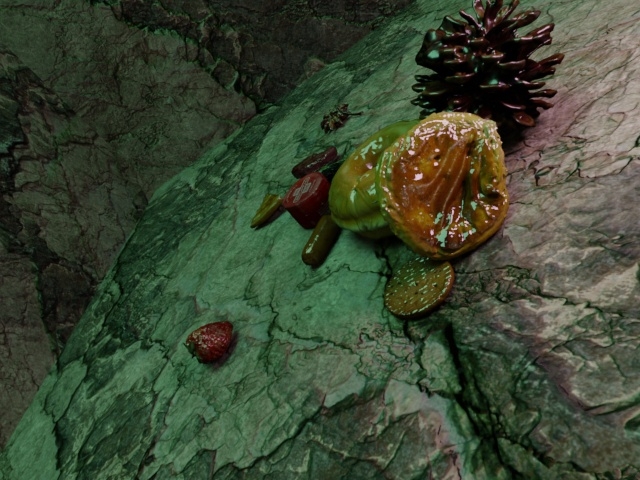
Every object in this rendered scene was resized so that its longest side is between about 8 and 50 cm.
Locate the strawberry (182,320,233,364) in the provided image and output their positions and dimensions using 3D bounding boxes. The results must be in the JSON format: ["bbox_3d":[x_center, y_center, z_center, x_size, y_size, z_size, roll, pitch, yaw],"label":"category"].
[{"bbox_3d":[-0.344,0.313,1.526,0.148,0.131,0.131,-55,29,-8],"label":"strawberry"}]

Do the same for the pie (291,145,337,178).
[{"bbox_3d":[-0.029,-0.330,2.077,0.204,0.054,0.219,-39,18,-22],"label":"pie"}]

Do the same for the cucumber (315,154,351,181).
[{"bbox_3d":[0.045,-0.270,1.942,0.211,0.062,0.078,-22,11,23],"label":"cucumber"}]

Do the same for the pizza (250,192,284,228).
[{"bbox_3d":[-0.216,-0.148,2.093,0.201,0.053,0.193,-39,27,30],"label":"pizza"}]

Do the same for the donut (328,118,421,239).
[{"bbox_3d":[0.214,-0.192,1.462,0.449,0.198,0.449,-32,27,19],"label":"donut"}]

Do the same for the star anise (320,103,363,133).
[{"bbox_3d":[0.097,-0.605,2.343,0.234,0.073,0.177,-22,41,19],"label":"star anise"}]

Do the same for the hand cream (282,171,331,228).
[{"bbox_3d":[-0.033,-0.147,1.787,0.193,0.125,0.193,-31,28,19],"label":"hand cream"}]

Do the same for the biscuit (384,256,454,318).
[{"bbox_3d":[0.237,0.112,1.176,0.188,0.027,0.187,-31,31,21],"label":"biscuit"}]

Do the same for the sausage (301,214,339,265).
[{"bbox_3d":[0.000,0.000,1.589,0.076,0.076,0.197,-8,44,47],"label":"sausage"}]

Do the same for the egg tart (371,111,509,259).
[{"bbox_3d":[0.285,-0.130,1.193,0.340,0.351,0.153,-15,-3,-6],"label":"egg tart"}]

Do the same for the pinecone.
[{"bbox_3d":[0.454,-0.463,1.317,0.398,0.397,0.397,-31,29,20],"label":"pinecone"}]
